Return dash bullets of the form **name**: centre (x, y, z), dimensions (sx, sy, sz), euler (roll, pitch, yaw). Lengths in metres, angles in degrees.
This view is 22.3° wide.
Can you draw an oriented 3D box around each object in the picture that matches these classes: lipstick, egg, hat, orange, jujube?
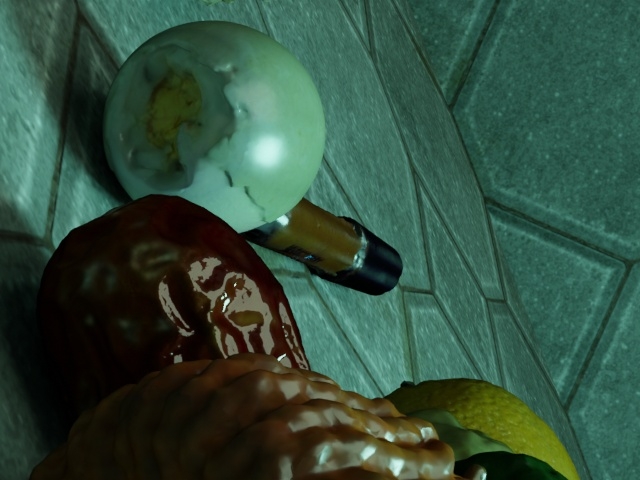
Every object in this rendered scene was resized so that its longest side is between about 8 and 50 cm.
- **lipstick**: centre (0.000, 0.000, 1.779), dimensions (0.418, 0.077, 0.077), euler (26, 44, -68)
- **egg**: centre (-0.082, -0.092, 1.380), dimensions (0.217, 0.183, 0.183), euler (12, 56, -63)
- **hat**: centre (0.002, 0.221, 0.967), dimensions (0.400, 0.285, 0.285), euler (19, 50, -60)
- **orange**: centre (0.126, 0.256, 1.543), dimensions (0.264, 0.264, 0.264), euler (-22, 90, -76)
- **jujube**: centre (-0.091, 0.092, 1.102), dimensions (0.250, 0.174, 0.174), euler (65, 14, 1)

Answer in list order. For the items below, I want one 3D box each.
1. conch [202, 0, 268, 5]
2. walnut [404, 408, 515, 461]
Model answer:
- **conch**: centre (-0.103, -0.355, 1.711), dimensions (0.352, 0.210, 0.297), euler (26, 33, -18)
- **walnut**: centre (0.083, 0.286, 1.259), dimensions (0.282, 0.253, 0.277), euler (56, -3, -13)
